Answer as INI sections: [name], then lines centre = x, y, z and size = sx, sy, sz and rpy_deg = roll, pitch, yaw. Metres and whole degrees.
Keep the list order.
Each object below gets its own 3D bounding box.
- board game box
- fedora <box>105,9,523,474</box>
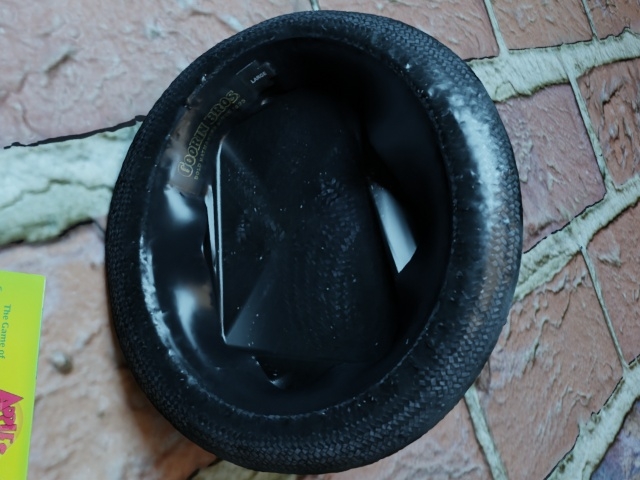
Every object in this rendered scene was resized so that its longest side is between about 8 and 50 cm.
[board game box]
centre = -0.197, 0.113, 0.354
size = 0.043, 0.092, 0.181
rpy_deg = 13, 69, -41
[fedora]
centre = 0.000, 0.000, 0.497
size = 0.152, 0.334, 0.333
rpy_deg = 37, 48, -67
